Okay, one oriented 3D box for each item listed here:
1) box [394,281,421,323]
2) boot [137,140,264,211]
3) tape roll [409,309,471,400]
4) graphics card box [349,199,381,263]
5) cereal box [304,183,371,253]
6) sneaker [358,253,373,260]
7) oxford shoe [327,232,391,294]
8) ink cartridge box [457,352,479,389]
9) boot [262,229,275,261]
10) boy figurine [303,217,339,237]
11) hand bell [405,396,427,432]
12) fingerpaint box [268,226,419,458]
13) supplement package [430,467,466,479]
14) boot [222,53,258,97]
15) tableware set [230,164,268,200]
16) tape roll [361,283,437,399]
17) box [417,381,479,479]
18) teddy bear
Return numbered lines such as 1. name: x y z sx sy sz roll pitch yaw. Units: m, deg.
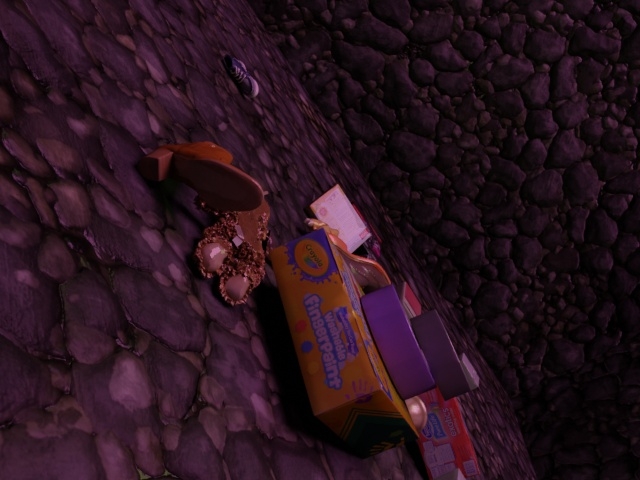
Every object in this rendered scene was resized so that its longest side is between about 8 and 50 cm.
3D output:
1. box: 0.286 0.271 2.320 0.126 0.149 0.232 58 16 -7
2. boot: -0.229 -0.159 1.360 0.295 0.104 0.211 17 24 11
3. tape roll: 0.297 0.284 1.538 0.219 0.072 0.219 -23 90 -85
4. graphics card box: 0.152 -0.018 2.559 0.232 0.094 0.371 57 16 -9
5. cereal box: 0.067 -0.068 2.302 0.173 0.047 0.240 -39 102 -36
6. sneaker: 0.147 0.105 2.291 0.226 0.086 0.163 55 23 -52
7. oxford shoe: 0.082 0.113 1.817 0.364 0.130 0.132 32 46 -38
8. ink cartridge box: 0.537 0.560 2.502 0.127 0.176 0.128 60 15 4
9. boot: -0.120 0.039 1.701 0.114 0.037 0.106 45 34 -33
10. boy figurine: 0.000 0.000 2.053 0.177 0.092 0.285 57 15 -6
11. hand bell: 0.190 0.499 1.719 0.242 0.126 0.126 10 50 -56
12. fingerpaint box: 0.054 0.255 1.501 0.371 0.163 0.444 58 10 -53
13. supplement package: 0.289 0.688 1.446 0.203 0.194 0.149 60 16 4
14. boot: -0.309 -0.622 2.338 0.086 0.069 0.190 17 35 -57
15. tableware set: -0.213 -0.154 1.771 0.194 0.039 0.128 42 22 -47
16. tape roll: 0.193 0.249 1.526 0.275 0.090 0.274 -24 90 -84
17. box: 0.363 0.566 1.882 0.142 0.154 0.299 3 67 -79
18. teddy bear: -0.206 0.004 1.411 0.245 0.113 0.337 39 32 -37
